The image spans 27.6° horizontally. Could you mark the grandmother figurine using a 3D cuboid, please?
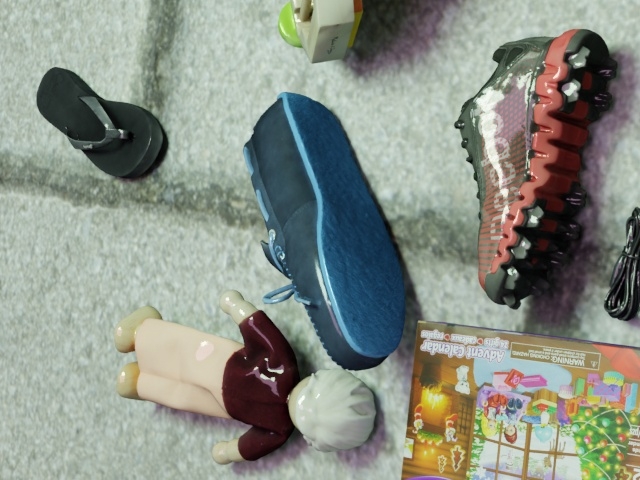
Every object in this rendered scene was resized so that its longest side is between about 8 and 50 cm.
[{"bbox_3d":[-0.086,0.157,1.468,0.342,0.104,0.207,13,120,36],"label":"grandmother figurine"}]

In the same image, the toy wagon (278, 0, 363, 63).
[{"bbox_3d":[-0.023,-0.371,1.393,0.068,0.267,0.344,-9,78,-7],"label":"toy wagon"}]

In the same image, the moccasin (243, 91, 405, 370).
[{"bbox_3d":[0.000,0.000,1.411,0.117,0.138,0.342,-40,47,33],"label":"moccasin"}]

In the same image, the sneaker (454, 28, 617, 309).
[{"bbox_3d":[0.191,-0.074,1.270,0.135,0.098,0.276,14,91,39],"label":"sneaker"}]

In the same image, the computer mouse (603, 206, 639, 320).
[{"bbox_3d":[0.343,0.048,1.167,0.193,0.042,0.106,26,99,38],"label":"computer mouse"}]

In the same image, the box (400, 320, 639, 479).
[{"bbox_3d":[0.215,0.191,1.241,0.293,0.057,0.200,4,88,39],"label":"box"}]

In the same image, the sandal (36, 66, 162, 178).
[{"bbox_3d":[-0.302,-0.152,1.701,0.254,0.054,0.097,29,102,37],"label":"sandal"}]
